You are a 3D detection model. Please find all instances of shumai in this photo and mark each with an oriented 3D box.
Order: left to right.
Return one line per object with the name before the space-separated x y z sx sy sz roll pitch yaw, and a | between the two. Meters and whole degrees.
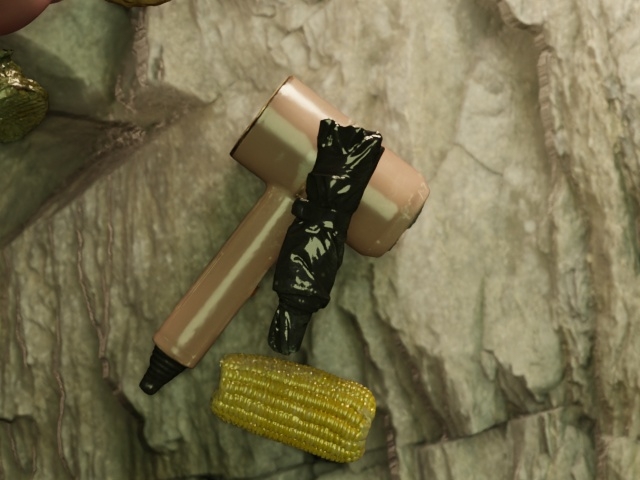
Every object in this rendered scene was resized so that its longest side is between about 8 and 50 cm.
shumai | -0.325 -0.147 1.899 0.083 0.082 0.080 -32 51 -20

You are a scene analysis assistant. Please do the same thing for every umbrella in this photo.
umbrella | 0.000 0.000 1.825 0.066 0.059 0.236 19 98 17

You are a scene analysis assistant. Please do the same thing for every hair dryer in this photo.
hair dryer | -0.061 0.025 1.901 0.189 0.107 0.344 37 91 -4

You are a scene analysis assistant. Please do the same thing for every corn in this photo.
corn | -0.028 0.166 1.898 0.165 0.063 0.085 16 108 -3

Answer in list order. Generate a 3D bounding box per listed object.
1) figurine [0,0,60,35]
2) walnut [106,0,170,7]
figurine | -0.328 -0.284 1.851 0.173 0.173 0.173 1 85 -6
walnut | -0.188 -0.275 1.908 0.096 0.082 0.079 9 114 2
